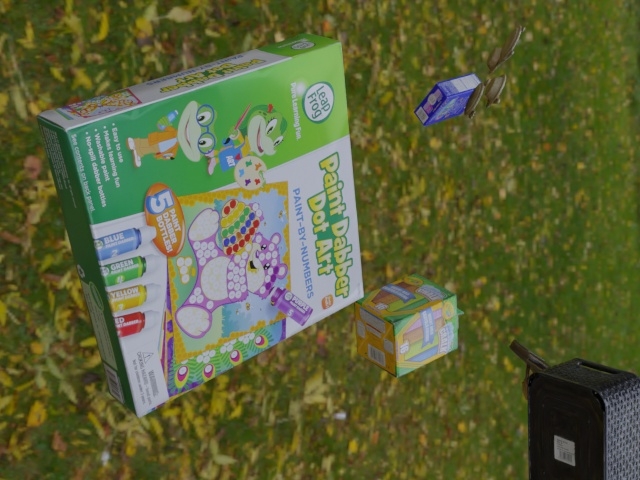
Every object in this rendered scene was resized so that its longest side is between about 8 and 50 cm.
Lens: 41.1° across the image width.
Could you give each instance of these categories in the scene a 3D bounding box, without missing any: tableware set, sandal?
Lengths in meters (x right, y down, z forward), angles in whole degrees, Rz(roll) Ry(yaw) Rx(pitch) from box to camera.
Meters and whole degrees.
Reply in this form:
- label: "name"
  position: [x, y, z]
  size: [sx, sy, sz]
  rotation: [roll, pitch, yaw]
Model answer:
- label: "tableware set"
  position: [0.295, -0.284, 1.445]
  size: [0.168, 0.020, 0.141]
  rotation: [-65, -172, -4]
- label: "sandal"
  position: [0.342, 0.233, 1.297]
  size: [0.060, 0.090, 0.219]
  rotation: [-43, 129, -6]

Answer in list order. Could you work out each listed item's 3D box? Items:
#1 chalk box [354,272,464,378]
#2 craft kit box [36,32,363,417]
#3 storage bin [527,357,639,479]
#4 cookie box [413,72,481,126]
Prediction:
- label: "chalk box"
  position: [0.191, 0.159, 1.716]
  size: [0.213, 0.132, 0.132]
  rotation: [-22, 119, -30]
- label: "craft kit box"
  position: [-0.079, -0.017, 0.701]
  size: [0.247, 0.061, 0.249]
  rotation: [-28, 124, -34]
- label: "storage bin"
  position: [0.340, 0.255, 1.096]
  size: [0.084, 0.122, 0.180]
  rotation: [-10, 102, -34]
- label: "cookie box"
  position: [0.246, -0.269, 1.630]
  size: [0.107, 0.092, 0.040]
  rotation: [-21, 71, -36]
